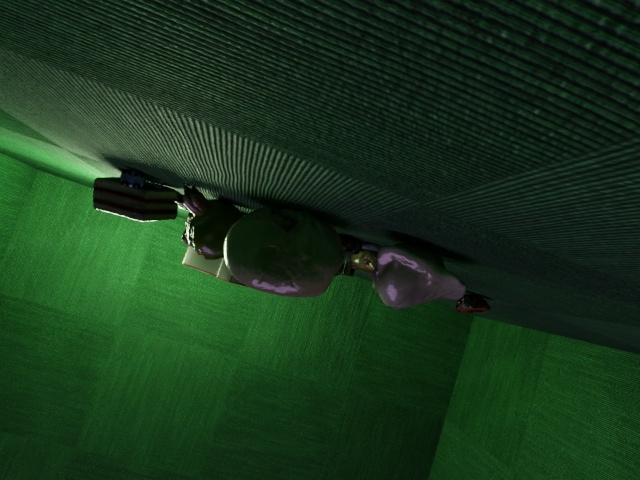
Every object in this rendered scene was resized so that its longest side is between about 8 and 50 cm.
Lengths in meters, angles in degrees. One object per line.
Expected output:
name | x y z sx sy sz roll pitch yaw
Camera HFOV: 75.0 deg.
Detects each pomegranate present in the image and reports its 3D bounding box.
pomegranate | -0.398 -0.072 1.495 0.236 0.236 0.301 14 139 36

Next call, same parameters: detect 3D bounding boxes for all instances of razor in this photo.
razor | 0.072 0.011 1.436 0.090 0.054 0.148 22 174 -32

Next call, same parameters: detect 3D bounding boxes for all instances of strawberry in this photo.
strawberry | 0.713 0.292 1.955 0.192 0.085 0.140 -2 159 -2

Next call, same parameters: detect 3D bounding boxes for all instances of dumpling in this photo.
dumpling | 0.272 0.115 1.154 0.243 0.187 0.318 19 172 27

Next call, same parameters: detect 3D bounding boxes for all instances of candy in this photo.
candy | -0.726 -0.165 1.637 0.321 0.135 0.179 13 -167 28

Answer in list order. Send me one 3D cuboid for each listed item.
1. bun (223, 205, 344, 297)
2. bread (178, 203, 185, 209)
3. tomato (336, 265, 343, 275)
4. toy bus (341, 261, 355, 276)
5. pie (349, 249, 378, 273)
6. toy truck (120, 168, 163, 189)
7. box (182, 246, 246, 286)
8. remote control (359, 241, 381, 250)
bun | -0.092 0.012 1.214 0.361 0.213 0.361 11 -158 -5
bread | -0.540 -0.151 1.749 0.113 0.060 0.082 15 174 10
tomato | 0.057 0.098 2.055 0.174 0.082 0.166 9 136 46
toy bus | 0.132 0.171 2.551 0.101 0.088 0.175 19 173 -27
pie | 0.267 0.114 1.675 0.340 0.083 0.339 16 172 2
toy truck | -0.640 -0.214 1.493 0.136 0.063 0.074 17 -169 -13
box | -0.469 0.050 2.173 0.300 0.312 0.314 18 173 19
remote control | 0.158 0.019 1.435 0.053 0.017 0.124 20 174 -30
